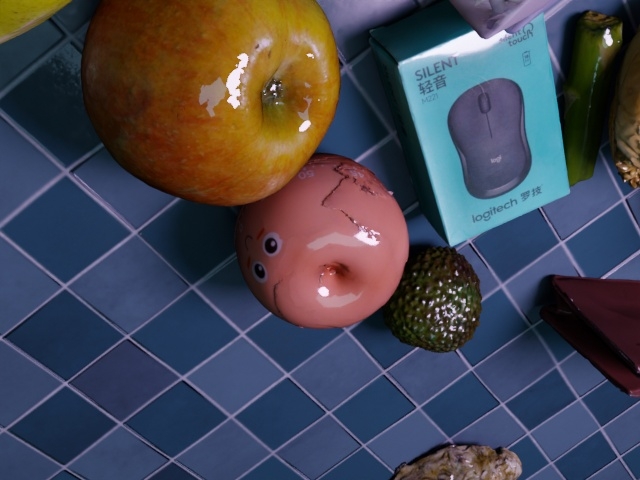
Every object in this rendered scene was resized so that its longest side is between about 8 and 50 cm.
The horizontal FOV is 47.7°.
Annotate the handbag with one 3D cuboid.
[{"bbox_3d":[0.531,0.157,1.196,0.260,0.275,0.084,5,116,-22],"label":"handbag"}]

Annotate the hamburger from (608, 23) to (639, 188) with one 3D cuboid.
[{"bbox_3d":[0.554,-0.183,0.994,0.318,0.318,0.158,-26,167,-1],"label":"hamburger"}]

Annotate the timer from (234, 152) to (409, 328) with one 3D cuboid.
[{"bbox_3d":[0.000,0.000,0.972,0.229,0.215,0.229,-8,122,-13],"label":"timer"}]

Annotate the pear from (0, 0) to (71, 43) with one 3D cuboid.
[{"bbox_3d":[-0.323,-0.327,0.649,0.294,0.294,0.294,-8,122,-13],"label":"pear"}]

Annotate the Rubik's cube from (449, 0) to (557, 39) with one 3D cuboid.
[{"bbox_3d":[0.218,-0.419,0.722,0.387,0.368,0.358,-40,81,31],"label":"Rubik's cube"}]

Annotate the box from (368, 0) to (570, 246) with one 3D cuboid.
[{"bbox_3d":[0.212,-0.168,0.999,0.205,0.118,0.311,-25,124,-4],"label":"box"}]

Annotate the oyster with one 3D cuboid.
[{"bbox_3d":[0.247,0.485,1.419,0.294,0.094,0.166,-31,132,9],"label":"oyster"}]

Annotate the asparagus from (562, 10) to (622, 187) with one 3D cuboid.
[{"bbox_3d":[0.394,-0.194,1.074,0.067,0.060,0.278,-9,122,-5],"label":"asparagus"}]

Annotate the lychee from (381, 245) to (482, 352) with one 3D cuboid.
[{"bbox_3d":[0.174,0.090,1.123,0.171,0.171,0.171,-8,122,-13],"label":"lychee"}]

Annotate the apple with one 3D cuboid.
[{"bbox_3d":[-0.118,-0.174,0.802,0.301,0.301,0.301,-8,122,-13],"label":"apple"}]
